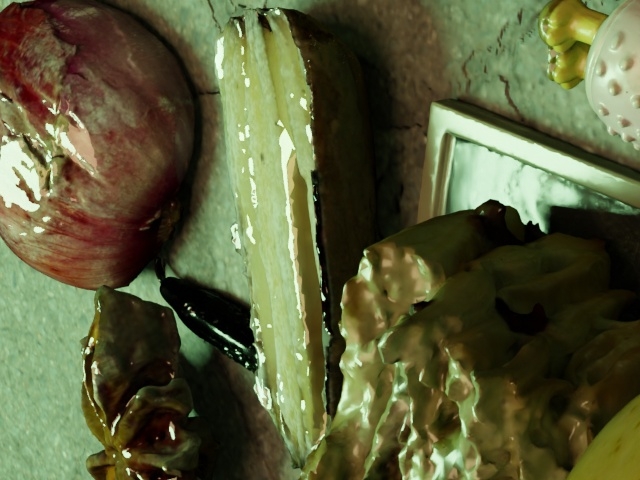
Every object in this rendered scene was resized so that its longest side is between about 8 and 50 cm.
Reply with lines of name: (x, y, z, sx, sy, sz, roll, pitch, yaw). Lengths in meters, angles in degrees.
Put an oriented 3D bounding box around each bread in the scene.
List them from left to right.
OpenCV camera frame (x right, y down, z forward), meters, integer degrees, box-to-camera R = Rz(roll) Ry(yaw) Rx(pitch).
bread: (0.084, 0.166, 0.933, 0.192, 0.370, 0.314, 12, 112, 20)

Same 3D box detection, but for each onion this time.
onion: (-0.228, -0.093, 1.394, 0.283, 0.120, 0.227, 42, 120, 36)

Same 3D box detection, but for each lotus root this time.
lotus root: (0.000, 0.001, 1.199, 0.167, 0.078, 0.329, -160, 63, -66)

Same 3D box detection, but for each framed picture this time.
framed picture: (0.139, 0.094, 1.100, 0.240, 0.020, 0.324, 28, 120, 41)

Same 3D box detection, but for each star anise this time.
star anise: (-0.133, 0.157, 1.373, 0.220, 0.099, 0.214, 103, 151, -51)

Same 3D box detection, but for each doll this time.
doll: (0.209, -0.076, 0.930, 0.207, 0.081, 0.129, 31, 153, 37)

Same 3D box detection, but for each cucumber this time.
cucumber: (-0.085, 0.058, 1.334, 0.163, 0.039, 0.043, 26, 94, 42)

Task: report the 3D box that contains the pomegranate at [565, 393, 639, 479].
pomegranate: (0.282, 0.189, 0.712, 0.411, 0.411, 0.411, 16, 112, 46)
